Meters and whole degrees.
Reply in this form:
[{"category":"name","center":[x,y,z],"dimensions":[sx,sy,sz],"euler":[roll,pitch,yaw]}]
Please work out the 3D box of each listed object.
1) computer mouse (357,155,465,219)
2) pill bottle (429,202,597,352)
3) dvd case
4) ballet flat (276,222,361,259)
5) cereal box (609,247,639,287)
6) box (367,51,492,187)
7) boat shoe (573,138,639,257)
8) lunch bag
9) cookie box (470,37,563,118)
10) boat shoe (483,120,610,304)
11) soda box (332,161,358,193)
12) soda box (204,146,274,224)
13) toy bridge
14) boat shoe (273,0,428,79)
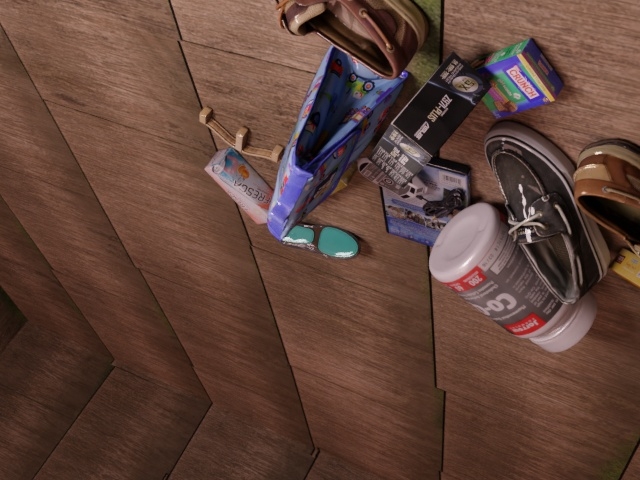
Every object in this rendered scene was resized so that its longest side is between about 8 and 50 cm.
[{"category":"computer mouse","center":[0.156,-0.106,1.439],"dimensions":[0.193,0.042,0.106],"euler":[31,157,-9]},{"category":"pill bottle","center":[0.347,0.073,1.444],"dimensions":[0.283,0.161,0.161],"euler":[35,152,-19]},{"category":"dvd case","center":[0.195,-0.072,1.518],"dimensions":[0.180,0.022,0.253],"euler":[19,149,24]},{"category":"ballet flat","center":[0.000,0.000,1.779],"dimensions":[0.203,0.074,0.074],"euler":[13,147,19]},{"category":"cereal box","center":[0.595,0.106,1.298],"dimensions":[0.240,0.047,0.173],"euler":[33,-172,-2]},{"category":"box","center":[0.159,-0.174,1.209],"dimensions":[0.077,0.147,0.180],"euler":[40,167,1]},{"category":"boat shoe","center":[0.508,-0.016,1.205],"dimensions":[0.324,0.120,0.122],"euler":[32,151,-1]},{"category":"lunch bag","center":[-0.007,-0.147,1.308],"dimensions":[0.138,0.293,0.221],"euler":[32,152,0]},{"category":"cookie box","center":[0.278,-0.232,1.168],"dimensions":[0.092,0.040,0.107],"euler":[46,148,-23]},{"category":"boat shoe","center":[0.361,-0.036,1.301],"dimensions":[0.335,0.119,0.121],"euler":[51,148,-19]},{"category":"soda box","center":[-0.003,-0.119,1.593],"dimensions":[0.061,0.058,0.181],"euler":[39,151,-15]},{"category":"soda box","center":[-0.162,-0.116,1.750],"dimensions":[0.063,0.058,0.183],"euler":[-8,134,49]},{"category":"toy bridge","center":[-0.159,-0.205,1.641],"dimensions":[0.188,0.026,0.063],"euler":[29,154,5]},{"category":"boat shoe","center":[-0.008,-0.352,1.164],"dimensions":[0.342,0.123,0.123],"euler":[36,151,-8]}]
